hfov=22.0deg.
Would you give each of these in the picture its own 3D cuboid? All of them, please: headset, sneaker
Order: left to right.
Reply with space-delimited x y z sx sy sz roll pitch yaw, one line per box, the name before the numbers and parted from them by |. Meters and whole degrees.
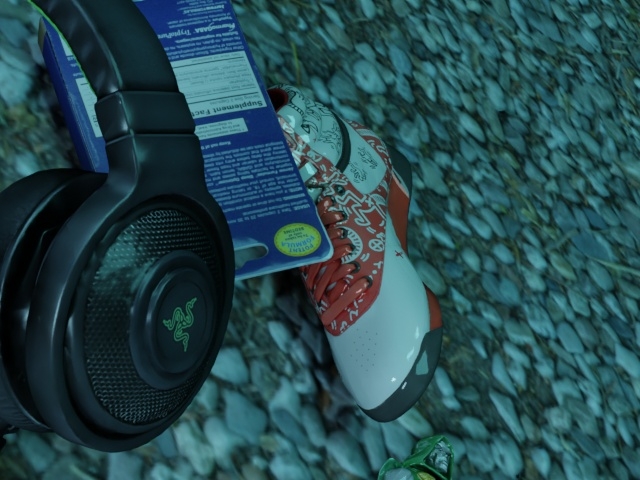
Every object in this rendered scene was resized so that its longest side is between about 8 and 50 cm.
headset | -0.137 0.045 0.814 0.185 0.243 0.394 -4 81 -57
sneaker | -0.001 0.000 1.153 0.145 0.090 0.270 31 33 -28

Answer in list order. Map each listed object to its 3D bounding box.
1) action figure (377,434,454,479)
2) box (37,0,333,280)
action figure | 0.065 0.219 1.037 0.137 0.063 0.232 43 34 -34
box | -0.092 -0.062 1.091 0.136 0.036 0.225 -12 62 -21
